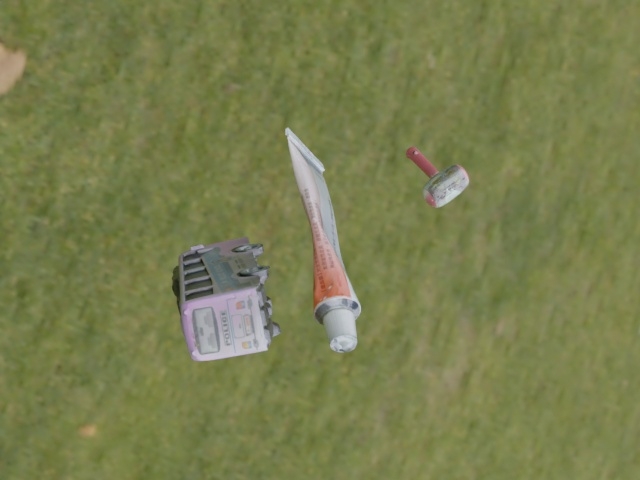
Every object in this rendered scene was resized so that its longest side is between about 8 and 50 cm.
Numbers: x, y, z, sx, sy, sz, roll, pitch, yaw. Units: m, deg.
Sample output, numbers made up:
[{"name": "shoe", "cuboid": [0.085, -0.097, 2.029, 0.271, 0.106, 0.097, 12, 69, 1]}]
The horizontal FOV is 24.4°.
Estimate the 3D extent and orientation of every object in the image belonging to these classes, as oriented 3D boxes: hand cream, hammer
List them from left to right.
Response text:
[{"name": "hand cream", "cuboid": [0.001, -0.001, 1.212, 0.052, 0.038, 0.216, 89, -9, -49]}, {"name": "hammer", "cuboid": [0.117, -0.073, 1.561, 0.052, 0.083, 0.031, -36, 143, -7]}]

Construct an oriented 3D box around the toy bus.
[{"name": "toy bus", "cuboid": [-0.050, 0.029, 0.769, 0.131, 0.052, 0.037, -119, -163, -77]}]
